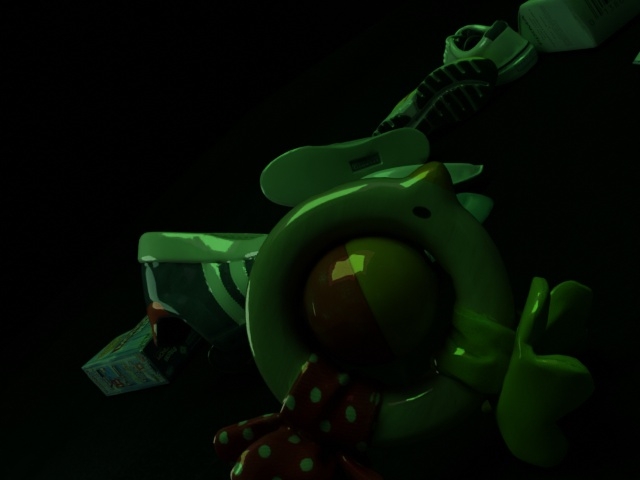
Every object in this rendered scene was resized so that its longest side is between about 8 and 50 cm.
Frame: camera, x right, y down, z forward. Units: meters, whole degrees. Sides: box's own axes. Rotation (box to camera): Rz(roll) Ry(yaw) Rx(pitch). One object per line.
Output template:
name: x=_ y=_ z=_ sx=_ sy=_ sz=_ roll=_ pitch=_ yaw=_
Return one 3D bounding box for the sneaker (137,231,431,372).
sneaker: x=-0.042 y=0.064 z=1.031 sx=0.350 sy=0.148 sz=0.131 roll=0 pitch=-1 yaw=38

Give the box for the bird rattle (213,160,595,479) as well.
bird rattle: x=0.038 y=0.067 z=0.618 sx=0.253 sy=0.207 sz=0.143 roll=-23 pitch=-1 yaw=20

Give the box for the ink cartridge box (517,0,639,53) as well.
ink cartridge box: x=0.402 y=-0.389 z=1.414 sx=0.308 sy=0.091 sz=0.385 roll=-39 pitch=14 yaw=-2

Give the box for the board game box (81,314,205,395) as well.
board game box: x=-0.230 y=0.138 z=1.373 sx=0.194 sy=0.060 sz=0.194 roll=-26 pitch=17 yaw=39

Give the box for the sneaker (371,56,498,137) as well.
sneaker: x=0.161 y=-0.198 z=1.427 sx=0.208 sy=0.081 sz=0.094 roll=-32 pitch=12 yaw=25

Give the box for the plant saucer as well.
plant saucer: x=0.122 y=-0.014 z=1.029 sx=0.119 sy=0.021 sz=0.119 roll=-36 pitch=12 yaw=9

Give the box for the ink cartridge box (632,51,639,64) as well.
ink cartridge box: x=0.405 y=-0.251 z=0.961 sx=0.208 sy=0.045 sz=0.206 roll=-61 pitch=10 yaw=8

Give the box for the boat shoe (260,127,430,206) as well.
boat shoe: x=0.033 y=-0.091 z=1.325 sx=0.227 sy=0.079 sz=0.081 roll=-14 pitch=-7 yaw=-4

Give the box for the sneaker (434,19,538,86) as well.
sneaker: x=0.224 y=-0.274 z=1.488 sx=0.094 sy=0.091 sz=0.258 roll=-43 pitch=14 yaw=-20

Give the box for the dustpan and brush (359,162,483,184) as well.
dustpan and brush: x=0.060 y=-0.040 z=1.081 sx=0.211 sy=0.060 sz=0.147 roll=1 pitch=-15 yaw=-33
